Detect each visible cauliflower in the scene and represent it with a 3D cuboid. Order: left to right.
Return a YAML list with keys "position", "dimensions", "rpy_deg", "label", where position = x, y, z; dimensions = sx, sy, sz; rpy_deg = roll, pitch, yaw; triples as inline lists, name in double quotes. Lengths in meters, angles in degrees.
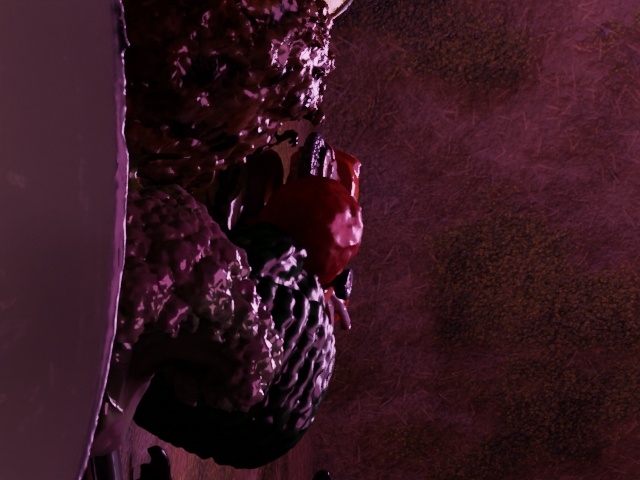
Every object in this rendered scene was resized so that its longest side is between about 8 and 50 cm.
- position: [-0.171, 0.078, 1.374]
  dimensions: [0.315, 0.239, 0.256]
  rpy_deg: [-70, -154, 17]
  label: "cauliflower"

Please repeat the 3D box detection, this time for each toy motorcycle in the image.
- position: [-0.002, 0.001, 2.008]
  dimensions: [0.171, 0.089, 0.298]
  rpy_deg: [-78, 172, -65]
  label: "toy motorcycle"

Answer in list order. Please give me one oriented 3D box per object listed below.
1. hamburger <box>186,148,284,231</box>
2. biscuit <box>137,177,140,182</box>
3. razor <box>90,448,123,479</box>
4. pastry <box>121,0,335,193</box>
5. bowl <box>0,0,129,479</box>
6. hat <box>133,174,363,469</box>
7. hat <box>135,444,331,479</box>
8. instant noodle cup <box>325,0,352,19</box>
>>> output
- position: [-0.118, -0.015, 1.984]
  dimensions: [0.262, 0.138, 0.243]
  rpy_deg: [-78, 171, -55]
  label: "hamburger"
- position: [-0.193, -0.168, 1.713]
  dimensions: [0.231, 0.016, 0.139]
  rpy_deg: [87, 9, -51]
  label: "biscuit"
- position: [-0.205, 0.313, 1.695]
  dimensions: [0.056, 0.111, 0.278]
  rpy_deg: [-87, 172, -82]
  label: "razor"
- position: [-0.115, -0.167, 1.503]
  dimensions: [0.193, 0.275, 0.275]
  rpy_deg: [57, -12, 24]
  label: "pastry"
- position: [-0.209, -0.013, 0.745]
  dimensions: [0.354, 0.185, 0.354]
  rpy_deg: [5, 90, -85]
  label: "bowl"
- position: [-0.077, 0.060, 1.788]
  dimensions: [0.332, 0.242, 0.274]
  rpy_deg: [-63, -178, -24]
  label: "hat"
- position: [-0.118, 0.347, 1.875]
  dimensions: [0.336, 0.238, 0.209]
  rpy_deg: [-19, 111, -68]
  label: "hat"
- position: [-0.060, -0.362, 2.080]
  dimensions: [0.205, 0.205, 0.153]
  rpy_deg: [-80, 166, -47]
  label: "instant noodle cup"
